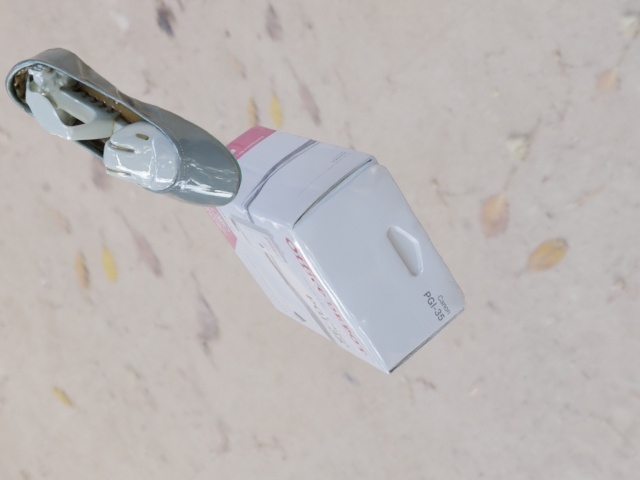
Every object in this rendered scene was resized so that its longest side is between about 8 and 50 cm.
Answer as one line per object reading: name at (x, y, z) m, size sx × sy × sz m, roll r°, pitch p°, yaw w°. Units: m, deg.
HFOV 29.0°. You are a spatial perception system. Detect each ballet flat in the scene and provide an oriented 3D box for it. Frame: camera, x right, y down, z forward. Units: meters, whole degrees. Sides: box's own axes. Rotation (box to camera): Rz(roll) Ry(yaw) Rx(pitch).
ballet flat at (-0.159, -0.080, 0.955) m, size 0.213 × 0.068 × 0.072 m, roll 33°, pitch 125°, yaw 22°

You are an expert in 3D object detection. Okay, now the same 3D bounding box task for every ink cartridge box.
ink cartridge box at (0.000, 0.000, 1.329) m, size 0.207 × 0.117 × 0.283 m, roll 56°, pitch 165°, yaw -24°
